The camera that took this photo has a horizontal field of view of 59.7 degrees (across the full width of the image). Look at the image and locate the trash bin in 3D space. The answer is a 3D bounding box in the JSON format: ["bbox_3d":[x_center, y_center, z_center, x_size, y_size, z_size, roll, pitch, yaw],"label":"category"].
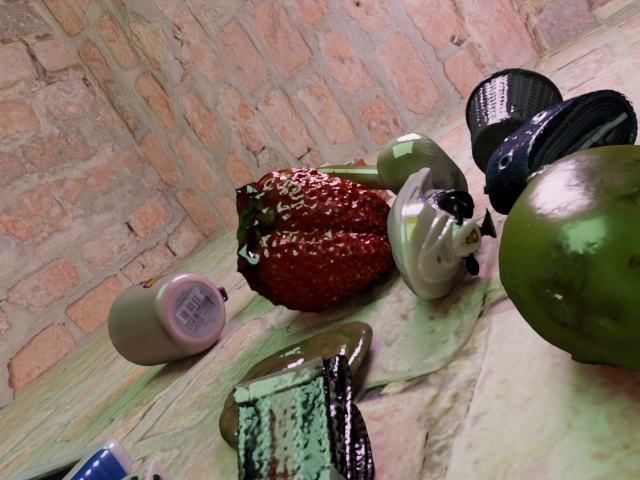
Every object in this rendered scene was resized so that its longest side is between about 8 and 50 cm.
[{"bbox_3d":[0.339,-0.191,0.984,0.175,0.175,0.161,-26,26,35],"label":"trash bin"}]

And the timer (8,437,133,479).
[{"bbox_3d":[-0.386,0.376,0.756,0.253,0.078,0.178,-27,10,24],"label":"timer"}]

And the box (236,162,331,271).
[{"bbox_3d":[-0.050,-0.023,1.242,0.274,0.116,0.203,-22,47,48],"label":"box"}]

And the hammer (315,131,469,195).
[{"bbox_3d":[0.103,-0.117,1.026,0.305,0.202,0.113,6,74,37],"label":"hammer"}]

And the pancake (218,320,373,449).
[{"bbox_3d":[-0.033,0.170,0.709,0.242,0.050,0.242,-31,12,7],"label":"pancake"}]

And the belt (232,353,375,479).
[{"bbox_3d":[-0.015,0.203,0.361,0.094,0.126,0.359,-21,19,11],"label":"belt"}]

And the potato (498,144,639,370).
[{"bbox_3d":[0.231,0.001,0.430,0.186,0.148,0.253,-33,11,12],"label":"potato"}]

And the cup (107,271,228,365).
[{"bbox_3d":[-0.304,0.158,1.225,0.200,0.191,0.253,-19,2,42],"label":"cup"}]

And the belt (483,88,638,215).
[{"bbox_3d":[0.317,-0.115,0.763,0.218,0.122,0.128,-38,9,-17],"label":"belt"}]

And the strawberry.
[{"bbox_3d":[0.000,0.000,0.952,0.288,0.250,0.238,-9,-16,-6],"label":"strawberry"}]

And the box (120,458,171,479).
[{"bbox_3d":[-0.221,0.316,0.627,0.089,0.043,0.125,-34,11,-3],"label":"box"}]

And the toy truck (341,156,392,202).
[{"bbox_3d":[0.016,-0.088,1.406,0.305,0.162,0.136,-21,17,50],"label":"toy truck"}]

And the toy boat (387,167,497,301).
[{"bbox_3d":[0.162,-0.013,0.763,0.141,0.141,0.269,-31,13,13],"label":"toy boat"}]
